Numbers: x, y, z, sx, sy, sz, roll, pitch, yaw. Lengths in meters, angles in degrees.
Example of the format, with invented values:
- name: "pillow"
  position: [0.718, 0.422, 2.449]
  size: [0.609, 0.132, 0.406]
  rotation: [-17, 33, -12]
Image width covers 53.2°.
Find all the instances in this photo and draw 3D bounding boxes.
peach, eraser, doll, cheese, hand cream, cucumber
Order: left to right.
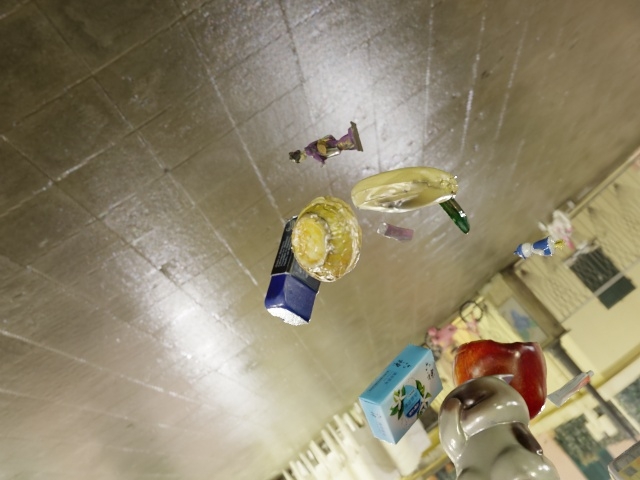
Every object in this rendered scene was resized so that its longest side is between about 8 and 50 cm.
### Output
- name: "eraser"
  position: [-0.069, 0.085, 1.996]
  size: [0.101, 0.332, 0.155]
  rotation: [-14, 140, 41]
- name: "cheese"
  position: [0.266, -0.153, 1.920]
  size: [0.259, 0.128, 0.315]
  rotation: [-10, -175, -42]
- name: "cucumber"
  position: [0.494, -0.128, 2.433]
  size: [0.063, 0.244, 0.115]
  rotation: [-39, -169, 10]
- name: "doll"
  position: [0.365, 0.446, 1.342]
  size: [0.226, 0.370, 0.215]
  rotation: [29, 117, -34]
- name: "peach"
  position: [0.474, 0.350, 1.647]
  size: [0.248, 0.245, 0.275]
  rotation: [-27, 154, -5]
- name: "doll"
  position: [0.621, 0.021, 1.823]
  size: [0.143, 0.058, 0.099]
  rotation: [-14, -164, 32]
- name: "hand cream"
  position: [0.906, 0.528, 2.297]
  size: [0.216, 0.038, 0.052]
  rotation: [-27, -168, -22]

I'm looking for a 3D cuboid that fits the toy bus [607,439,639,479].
- name: "toy bus"
  position: [0.648, 0.384, 1.157]
  size: [0.268, 0.092, 0.106]
  rotation: [-32, -163, -8]

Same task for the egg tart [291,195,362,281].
- name: "egg tart"
  position: [0.000, 0.000, 1.344]
  size: [0.074, 0.191, 0.191]
  rotation: [-13, 149, -48]

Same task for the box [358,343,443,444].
- name: "box"
  position: [0.217, 0.402, 1.689]
  size: [0.232, 0.083, 0.143]
  rotation: [-38, 119, -32]

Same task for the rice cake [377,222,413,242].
- name: "rice cake"
  position: [0.247, -0.027, 2.066]
  size: [0.206, 0.036, 0.047]
  rotation: [13, 107, -55]

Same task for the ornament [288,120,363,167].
- name: "ornament"
  position: [0.016, -0.242, 1.728]
  size: [0.203, 0.081, 0.088]
  rotation: [-23, 179, 11]
